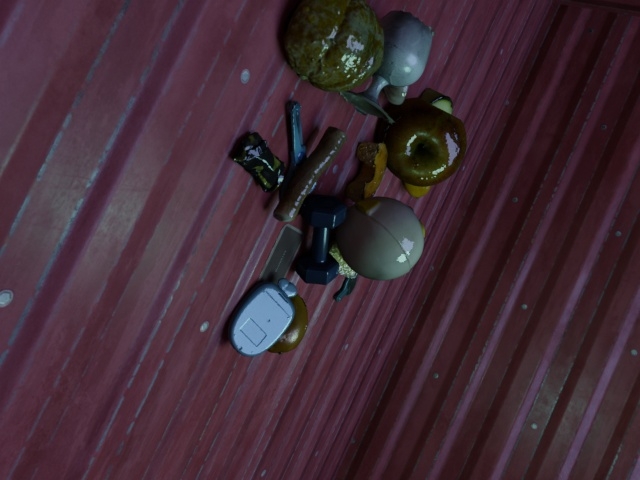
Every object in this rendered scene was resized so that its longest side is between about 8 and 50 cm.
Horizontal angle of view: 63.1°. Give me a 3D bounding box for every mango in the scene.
[{"bbox_3d":[0.475,-0.334,2.538,0.176,0.119,0.316,-43,141,-26],"label":"mango"},{"bbox_3d":[-0.129,0.291,1.871,0.136,0.167,0.235,-29,-136,62],"label":"mango"}]

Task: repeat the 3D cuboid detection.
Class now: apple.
[{"bbox_3d":[0.418,-0.418,2.168,0.374,0.374,0.384,-46,108,-36],"label":"apple"}]

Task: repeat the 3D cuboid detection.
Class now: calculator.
[{"bbox_3d":[-0.184,0.248,1.738,0.188,0.042,0.302,48,64,-19],"label":"calculator"}]

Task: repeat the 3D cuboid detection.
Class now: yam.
[{"bbox_3d":[-0.031,-0.208,1.640,0.356,0.081,0.081,-59,154,-13],"label":"yam"}]

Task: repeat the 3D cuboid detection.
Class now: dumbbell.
[{"bbox_3d":[0.000,0.000,1.867,0.144,0.160,0.324,-85,-179,-58],"label":"dumbbell"}]

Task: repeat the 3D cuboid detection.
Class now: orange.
[{"bbox_3d":[0.064,-0.556,1.464,0.369,0.211,0.270,14,101,-62],"label":"orange"}]

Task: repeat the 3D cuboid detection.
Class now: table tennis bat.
[{"bbox_3d":[0.121,0.220,2.425,0.201,0.033,0.124,-45,146,-47],"label":"table tennis bat"}]

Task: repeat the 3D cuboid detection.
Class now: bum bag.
[{"bbox_3d":[-0.164,-0.216,1.471,0.106,0.060,0.232,-54,151,-5],"label":"bum bag"}]

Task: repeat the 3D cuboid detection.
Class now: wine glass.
[{"bbox_3d":[0.223,-0.575,1.724,0.322,0.238,0.238,-63,155,3],"label":"wine glass"}]

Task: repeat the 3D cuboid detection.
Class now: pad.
[{"bbox_3d":[-0.141,0.075,1.828,0.266,0.002,0.176,-65,155,-3],"label":"pad"}]

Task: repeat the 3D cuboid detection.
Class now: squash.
[{"bbox_3d":[0.495,-0.589,2.409,0.220,0.133,0.220,-33,147,-25],"label":"squash"}]

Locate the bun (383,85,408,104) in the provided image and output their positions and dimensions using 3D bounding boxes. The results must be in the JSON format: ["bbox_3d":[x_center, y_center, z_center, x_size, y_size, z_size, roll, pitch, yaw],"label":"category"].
[{"bbox_3d":[0.279,-0.589,1.982,0.138,0.094,0.138,-172,-90,-84],"label":"bun"}]

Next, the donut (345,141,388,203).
[{"bbox_3d":[0.194,-0.269,2.067,0.152,0.101,0.258,-13,122,-59],"label":"donut"}]

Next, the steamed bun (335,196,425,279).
[{"bbox_3d":[0.219,-0.008,1.949,0.333,0.334,0.374,-60,-171,-14],"label":"steamed bun"}]

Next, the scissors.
[{"bbox_3d":[-0.074,-0.260,1.640,0.180,0.032,0.392,-47,149,-35],"label":"scissors"}]

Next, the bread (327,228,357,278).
[{"bbox_3d":[0.119,0.012,2.166,0.265,0.178,0.142,-64,-174,2],"label":"bread"}]
